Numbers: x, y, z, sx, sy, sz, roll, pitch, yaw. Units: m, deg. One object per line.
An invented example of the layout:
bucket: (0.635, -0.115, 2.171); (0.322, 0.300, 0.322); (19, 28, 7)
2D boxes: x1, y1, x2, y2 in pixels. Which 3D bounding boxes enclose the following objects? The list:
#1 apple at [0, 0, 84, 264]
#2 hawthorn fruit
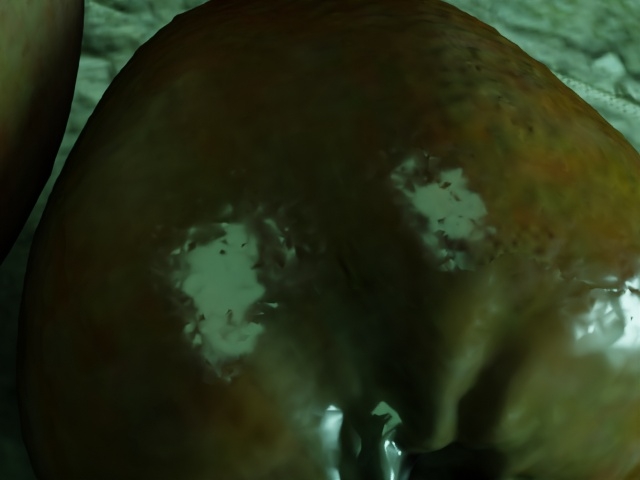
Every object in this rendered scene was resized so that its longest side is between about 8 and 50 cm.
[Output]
apple: (-0.237, -0.067, 0.477); (0.344, 0.269, 0.345); (-5, 55, 8)
hawthorn fruit: (0.000, 0.000, 0.549); (0.199, 0.199, 0.251); (-7, 44, -13)
